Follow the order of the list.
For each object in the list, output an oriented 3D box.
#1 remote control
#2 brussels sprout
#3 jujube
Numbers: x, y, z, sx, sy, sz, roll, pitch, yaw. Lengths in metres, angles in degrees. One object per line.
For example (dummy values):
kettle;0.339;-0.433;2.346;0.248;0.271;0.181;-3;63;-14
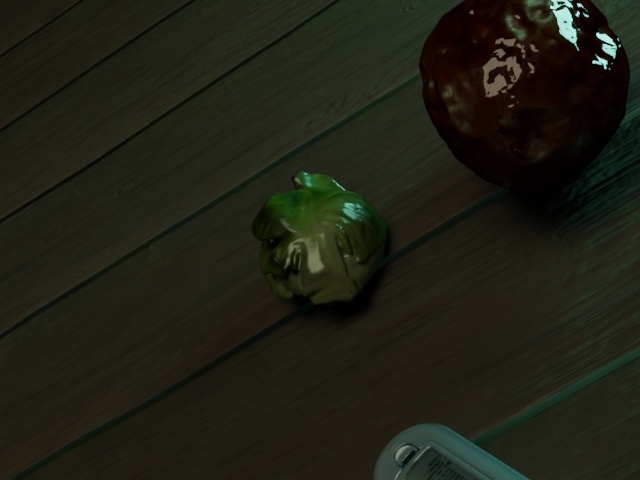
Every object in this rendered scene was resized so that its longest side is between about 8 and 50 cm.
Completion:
remote control;0.124;0.211;1.059;0.087;0.047;0.244;-45;34;-13
brussels sprout;-0.001;-0.002;1.402;0.139;0.101;0.181;-19;21;0
jujube;0.193;-0.153;1.295;0.197;0.197;0.290;-31;19;15
